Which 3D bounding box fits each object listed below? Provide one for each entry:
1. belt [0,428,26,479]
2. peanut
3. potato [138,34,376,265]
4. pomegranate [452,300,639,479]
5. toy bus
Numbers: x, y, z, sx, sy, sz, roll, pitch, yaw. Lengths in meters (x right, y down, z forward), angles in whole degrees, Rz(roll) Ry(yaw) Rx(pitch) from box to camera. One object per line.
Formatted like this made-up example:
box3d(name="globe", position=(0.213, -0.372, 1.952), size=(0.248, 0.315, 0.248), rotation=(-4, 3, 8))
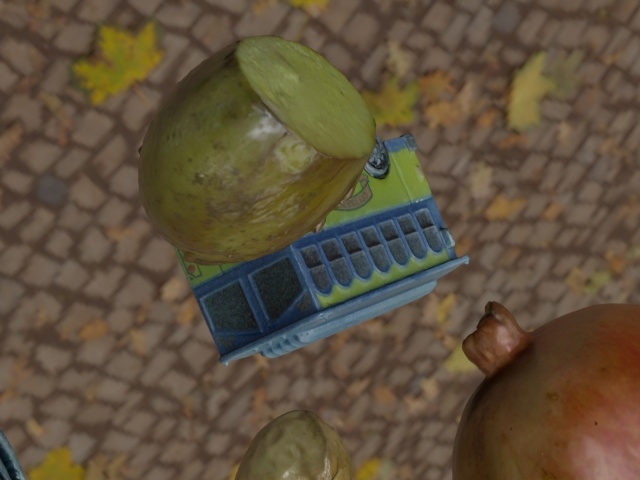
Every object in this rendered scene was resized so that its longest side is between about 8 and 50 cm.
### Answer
box3d(name="belt", position=(-0.208, 0.175, 0.804), size=(0.116, 0.206, 0.267), rotation=(-3, 155, 14))
box3d(name="peanut", position=(-0.037, 0.234, 1.314), size=(0.101, 0.117, 0.263), rotation=(-15, 145, -30))
box3d(name="potato", position=(-0.045, -0.060, 1.185), size=(0.176, 0.141, 0.298), rotation=(-44, -178, -5))
box3d(name="pomegranate", position=(0.211, 0.160, 1.306), size=(0.252, 0.270, 0.229), rotation=(-49, -173, -31))
box3d(name="toy bus", position=(0.000, 0.000, 1.743), size=(0.152, 0.190, 0.312), rotation=(-27, 175, 34))
